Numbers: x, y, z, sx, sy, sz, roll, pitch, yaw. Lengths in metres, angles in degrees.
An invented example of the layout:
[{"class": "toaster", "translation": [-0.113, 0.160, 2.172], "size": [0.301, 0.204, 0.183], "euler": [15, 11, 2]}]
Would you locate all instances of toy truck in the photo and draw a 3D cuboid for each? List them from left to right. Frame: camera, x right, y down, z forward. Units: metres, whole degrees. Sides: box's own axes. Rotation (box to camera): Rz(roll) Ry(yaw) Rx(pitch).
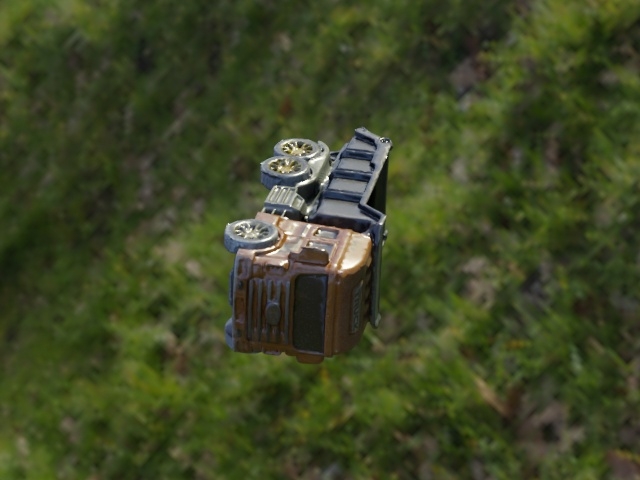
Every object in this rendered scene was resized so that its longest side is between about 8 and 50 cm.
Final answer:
[{"class": "toy truck", "translation": [0.000, 0.000, 1.048], "size": [0.192, 0.092, 0.083], "euler": [-65, -20, -59]}]
